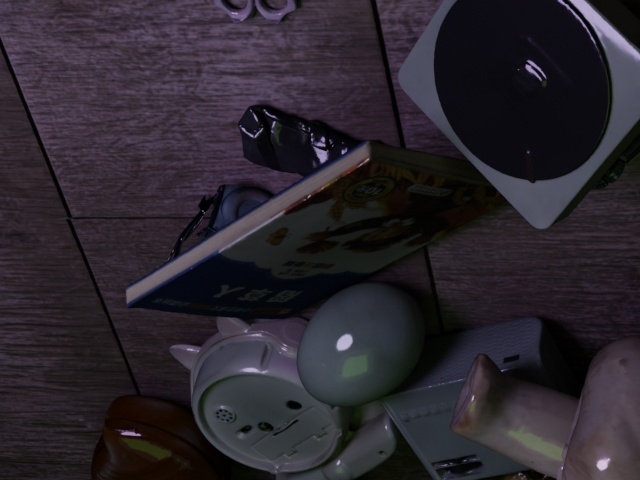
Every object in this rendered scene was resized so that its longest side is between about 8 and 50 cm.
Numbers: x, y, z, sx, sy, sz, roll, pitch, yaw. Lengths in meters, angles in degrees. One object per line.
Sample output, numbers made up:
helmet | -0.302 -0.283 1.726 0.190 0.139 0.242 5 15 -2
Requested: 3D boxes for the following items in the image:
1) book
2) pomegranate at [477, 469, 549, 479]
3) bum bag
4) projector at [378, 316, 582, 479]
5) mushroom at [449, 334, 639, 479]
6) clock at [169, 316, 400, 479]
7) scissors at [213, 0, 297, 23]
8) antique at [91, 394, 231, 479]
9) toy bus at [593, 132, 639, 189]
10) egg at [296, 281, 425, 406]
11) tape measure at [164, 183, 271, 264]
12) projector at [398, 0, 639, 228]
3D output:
book | 0.000 0.000 1.824 0.428 0.039 0.300 -30 156 36
pomegranate | 0.248 0.387 2.139 0.198 0.198 0.246 12 89 0
bum bag | -0.013 -0.106 1.838 0.197 0.049 0.087 19 129 -1
projector | 0.229 0.223 2.031 0.250 0.108 0.198 -16 125 27
mushroom | 0.369 0.246 1.800 0.315 0.315 0.356 -27 114 34
clock | -0.064 0.231 2.124 0.324 0.109 0.265 38 132 -18
scissors | -0.080 -0.328 1.678 0.100 0.015 0.189 5 131 11
antique | -0.247 0.349 2.273 0.223 0.129 0.278 -5 130 20
toy bus | 0.344 -0.145 1.665 0.087 0.089 0.194 34 132 -8
egg | 0.053 0.140 1.968 0.149 0.149 0.192 41 103 -21
tape measure | -0.131 0.008 1.940 0.107 0.104 0.180 30 128 -20
projector | 0.236 -0.183 1.615 0.257 0.079 0.259 49 135 15
